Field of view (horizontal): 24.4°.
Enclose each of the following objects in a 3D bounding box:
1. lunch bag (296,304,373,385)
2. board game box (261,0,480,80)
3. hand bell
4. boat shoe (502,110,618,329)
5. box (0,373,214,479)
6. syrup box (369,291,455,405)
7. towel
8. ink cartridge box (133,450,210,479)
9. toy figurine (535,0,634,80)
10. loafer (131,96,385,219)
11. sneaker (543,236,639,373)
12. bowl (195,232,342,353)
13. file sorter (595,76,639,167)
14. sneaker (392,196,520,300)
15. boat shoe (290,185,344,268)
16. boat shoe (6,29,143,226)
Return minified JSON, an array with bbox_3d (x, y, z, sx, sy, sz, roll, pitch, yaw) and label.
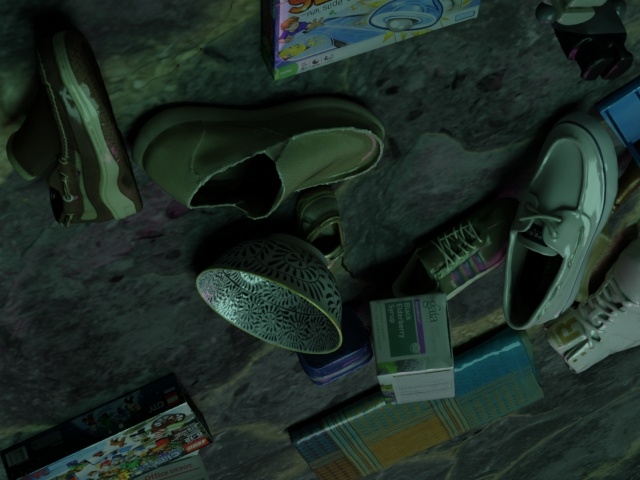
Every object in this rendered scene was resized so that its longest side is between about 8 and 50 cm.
[{"bbox_3d":[0.019,0.129,1.831,0.098,0.067,0.065,-24,154,-6],"label":"lunch bag"},{"bbox_3d":[0.047,-0.218,1.271,0.201,0.035,0.136,-20,153,-12],"label":"board game box"},{"bbox_3d":[0.355,-0.054,1.789,0.242,0.126,0.126,-49,147,15],"label":"hand bell"},{"bbox_3d":[0.257,-0.016,1.670,0.088,0.096,0.267,-30,143,-44],"label":"boat shoe"},{"bbox_3d":[-0.261,0.258,1.844,0.233,0.044,0.159,-24,153,-2],"label":"box"},{"bbox_3d":[0.116,0.137,1.830,0.096,0.093,0.237,-7,165,4],"label":"syrup box"},{"bbox_3d":[0.148,0.252,2.199,0.370,0.040,0.271,-24,152,1],"label":"towel"},{"bbox_3d":[-0.209,0.354,2.040,0.104,0.061,0.181,-16,151,-20],"label":"ink cartridge box"},{"bbox_3d":[0.270,-0.261,1.281,0.209,0.148,0.213,-26,156,14],"label":"toy figurine"},{"bbox_3d":[-0.047,-0.070,1.390,0.268,0.092,0.102,-7,148,-33],"label":"loafer"},{"bbox_3d":[0.399,0.105,2.073,0.169,0.108,0.292,-26,155,-7],"label":"sneaker"},{"bbox_3d":[-0.041,0.044,1.583,0.170,0.170,0.080,90,23,-64],"label":"bowl"},{"bbox_3d":[0.419,-0.138,1.658,0.170,0.104,0.118,-32,152,14],"label":"file sorter"},{"bbox_3d":[0.157,0.019,1.754,0.086,0.064,0.192,-7,151,-41],"label":"sneaker"},{"bbox_3d":[0.002,-0.001,1.604,0.056,0.048,0.153,-18,152,-14],"label":"boat shoe"},{"bbox_3d":[-0.214,-0.078,1.237,0.095,0.095,0.257,-17,153,-5],"label":"boat shoe"}]
